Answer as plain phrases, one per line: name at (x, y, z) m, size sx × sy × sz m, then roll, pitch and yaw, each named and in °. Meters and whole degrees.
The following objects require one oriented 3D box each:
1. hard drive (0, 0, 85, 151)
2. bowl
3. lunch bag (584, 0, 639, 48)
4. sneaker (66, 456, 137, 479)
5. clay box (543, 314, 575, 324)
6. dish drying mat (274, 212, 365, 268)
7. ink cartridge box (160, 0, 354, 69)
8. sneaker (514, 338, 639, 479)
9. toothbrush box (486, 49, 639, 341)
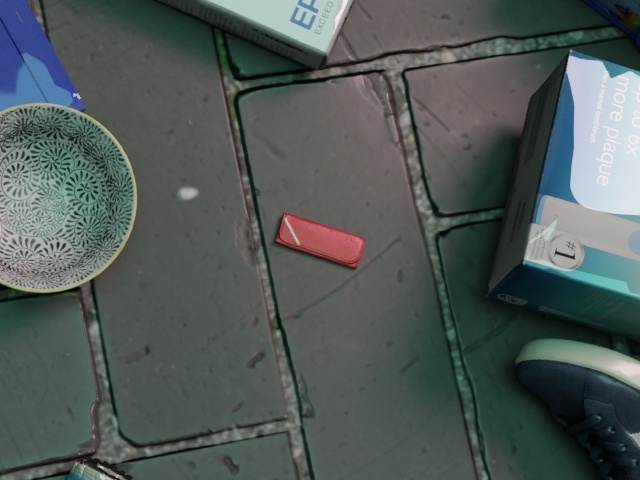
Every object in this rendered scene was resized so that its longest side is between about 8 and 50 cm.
hard drive at (-0.407, -0.137, 1.552) m, size 0.319 × 0.040 × 0.210 m, roll -29°, pitch 85°, yaw -14°
bowl at (-0.256, -0.035, 1.533) m, size 0.170 × 0.080 × 0.170 m, roll 1°, pitch 85°, yaw -14°
lunch bag at (0.377, -0.237, 1.619) m, size 0.138 × 0.221 × 0.293 m, roll -40°, pitch 87°, yaw -15°
sneaker at (-0.162, 0.261, 1.514) m, size 0.162 × 0.063 × 0.073 m, roll 30°, pitch 93°, yaw 1°
clay box at (0.336, 0.033, 1.642) m, size 0.222 × 0.053 × 0.127 m, roll 12°, pitch 75°, yaw -8°
dish drying mat at (0.000, 0.000, 1.613) m, size 0.083 × 0.008 × 0.032 m, roll 18°, pitch 75°, yaw -6°
ink cartridge box at (-0.083, -0.376, 1.637) m, size 0.330 × 0.071 × 0.324 m, roll 24°, pitch 78°, yaw -4°
sneaker at (0.311, 0.230, 1.557) m, size 0.350 × 0.131 × 0.148 m, roll 34°, pitch 70°, yaw -2°
toothbrush box at (0.327, -0.019, 1.561) m, size 0.295 × 0.126 × 0.216 m, roll 18°, pitch 72°, yaw -6°
